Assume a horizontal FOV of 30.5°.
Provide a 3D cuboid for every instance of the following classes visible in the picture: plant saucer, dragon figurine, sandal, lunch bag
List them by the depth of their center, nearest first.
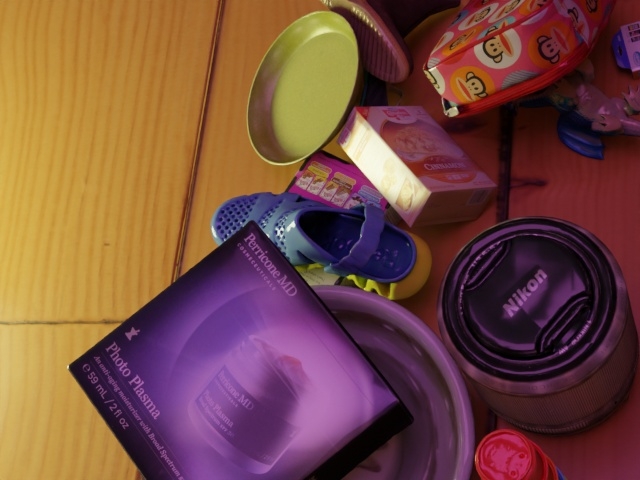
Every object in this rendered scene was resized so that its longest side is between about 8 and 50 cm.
[{"bbox_3d":[0.005,0.262,1.543,0.400,0.100,0.400,-3,73,9],"label":"plant saucer"},{"bbox_3d":[-0.010,-0.013,1.592,0.317,0.138,0.126,8,72,22],"label":"sandal"},{"bbox_3d":[0.264,-0.293,1.626,0.258,0.120,0.293,-20,23,40],"label":"lunch bag"},{"bbox_3d":[0.381,-0.172,1.633,0.289,0.144,0.085,33,78,9],"label":"dragon figurine"},{"bbox_3d":[-0.018,-0.222,1.737,0.241,0.037,0.241,-21,61,42],"label":"plant saucer"}]

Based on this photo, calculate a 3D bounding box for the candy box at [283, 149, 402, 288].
[{"bbox_3d":[0.000,0.000,1.701,0.159,0.071,0.233,28,77,27],"label":"candy box"}]

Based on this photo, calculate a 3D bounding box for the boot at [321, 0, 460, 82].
[{"bbox_3d":[0.130,-0.345,1.761,0.207,0.090,0.248,-17,55,-26],"label":"boot"}]

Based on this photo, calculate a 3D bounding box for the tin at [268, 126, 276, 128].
[{"bbox_3d":[-0.021,-0.243,1.815,0.189,0.040,0.106,-36,63,21],"label":"tin"}]

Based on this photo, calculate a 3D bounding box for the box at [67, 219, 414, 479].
[{"bbox_3d":[-0.094,0.188,1.438,0.294,0.183,0.296,-39,71,-4],"label":"box"}]

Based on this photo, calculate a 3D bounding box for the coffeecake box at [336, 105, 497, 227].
[{"bbox_3d":[0.135,-0.108,1.657,0.185,0.142,0.068,51,129,30],"label":"coffeecake box"}]

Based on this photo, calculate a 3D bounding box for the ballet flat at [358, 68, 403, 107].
[{"bbox_3d":[0.093,-0.239,1.785,0.074,0.074,0.203,-4,59,18],"label":"ballet flat"}]

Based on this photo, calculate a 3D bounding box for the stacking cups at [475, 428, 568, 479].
[{"bbox_3d":[0.231,0.282,1.349,0.096,0.316,0.096,-9,64,18],"label":"stacking cups"}]

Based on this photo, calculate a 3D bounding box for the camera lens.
[{"bbox_3d":[0.272,0.111,1.435,0.219,0.274,0.219,-8,65,16],"label":"camera lens"}]

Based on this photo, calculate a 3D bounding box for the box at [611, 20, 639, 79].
[{"bbox_3d":[0.490,-0.282,1.679,0.136,0.028,0.081,-14,63,16],"label":"box"}]
